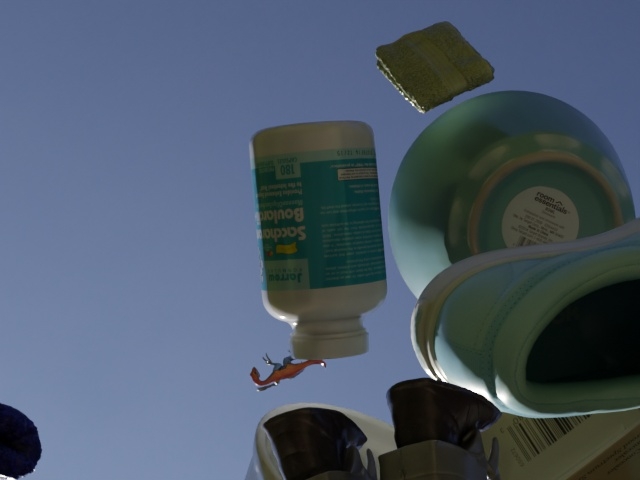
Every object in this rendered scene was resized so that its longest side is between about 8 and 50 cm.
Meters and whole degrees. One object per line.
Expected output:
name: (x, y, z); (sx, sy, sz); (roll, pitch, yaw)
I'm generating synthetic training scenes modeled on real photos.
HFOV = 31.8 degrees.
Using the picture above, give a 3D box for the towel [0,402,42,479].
towel: (-0.373, 0.143, 0.781); (0.308, 0.076, 0.227); (-12, -28, 36)

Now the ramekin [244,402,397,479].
ramekin: (0.035, 0.313, 1.258); (0.277, 0.277, 0.135); (21, -73, -3)

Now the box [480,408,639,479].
box: (0.278, 0.223, 1.077); (0.148, 0.121, 0.311); (-41, -45, 10)

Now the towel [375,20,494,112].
towel: (0.133, -0.211, 1.344); (0.110, 0.148, 0.027); (-26, -48, -3)

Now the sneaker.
sneaker: (0.254, 0.047, 0.751); (0.366, 0.150, 0.135); (-18, -72, -13)

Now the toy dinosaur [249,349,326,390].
toy dinosaur: (-0.053, 0.172, 1.513); (0.090, 0.082, 0.047); (-16, -82, 33)

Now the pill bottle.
pill bottle: (0.000, 0.000, 1.288); (0.146, 0.146, 0.264); (-5, -90, 6)

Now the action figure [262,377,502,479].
action figure: (0.049, 0.210, 0.524); (0.185, 0.285, 0.099); (-20, -34, 23)

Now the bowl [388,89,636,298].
bowl: (0.245, -0.019, 1.329); (0.311, 0.163, 0.312); (-1, -81, -6)
